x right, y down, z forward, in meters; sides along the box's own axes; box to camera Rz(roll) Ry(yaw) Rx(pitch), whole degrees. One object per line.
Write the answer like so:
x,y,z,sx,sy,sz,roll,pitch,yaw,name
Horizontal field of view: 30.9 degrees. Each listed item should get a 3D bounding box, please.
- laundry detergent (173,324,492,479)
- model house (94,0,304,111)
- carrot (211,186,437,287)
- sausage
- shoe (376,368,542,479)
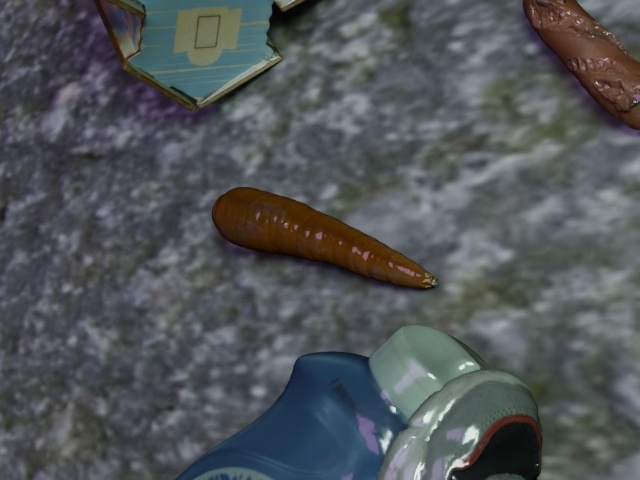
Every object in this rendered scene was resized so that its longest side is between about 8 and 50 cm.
-0.007,0.160,0.743,0.290,0.094,0.143,-45,40,14,laundry detergent
-0.110,-0.231,0.952,0.178,0.271,0.206,57,147,40,model house
0.000,0.000,0.841,0.216,0.048,0.048,18,84,41,carrot
0.172,-0.124,0.741,0.036,0.042,0.158,100,153,-42,sausage
0.092,0.184,0.621,0.125,0.099,0.227,5,80,52,shoe
